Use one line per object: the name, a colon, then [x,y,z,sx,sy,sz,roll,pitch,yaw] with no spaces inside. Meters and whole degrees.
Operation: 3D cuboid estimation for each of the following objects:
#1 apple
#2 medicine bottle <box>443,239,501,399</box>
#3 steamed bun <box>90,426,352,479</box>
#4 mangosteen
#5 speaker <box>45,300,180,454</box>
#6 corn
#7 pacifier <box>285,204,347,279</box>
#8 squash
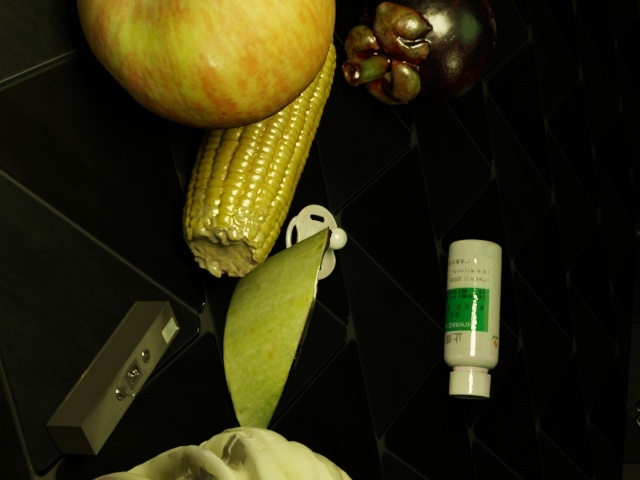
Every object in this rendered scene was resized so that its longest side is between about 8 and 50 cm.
apple: [-0.105,-0.234,1.304,0.264,0.264,0.264,9,80,-63]
medicine bottle: [0.254,0.133,2.187,0.095,0.095,0.260,27,63,-61]
steamed bun: [-0.135,0.307,1.140,0.394,0.346,0.237,-49,121,-22]
mangosteen: [0.130,-0.283,1.877,0.250,0.211,0.211,-39,127,-26]
speaker: [-0.203,0.134,1.309,0.191,0.046,0.040,-59,139,-48]
corn: [-0.072,-0.118,1.505,0.131,0.131,0.344,58,41,-46]
pacifier: [0.000,0.000,1.702,0.081,0.078,0.099,13,76,-41]
squash: [-0.028,0.102,1.555,0.204,0.155,0.237,51,43,-48]
